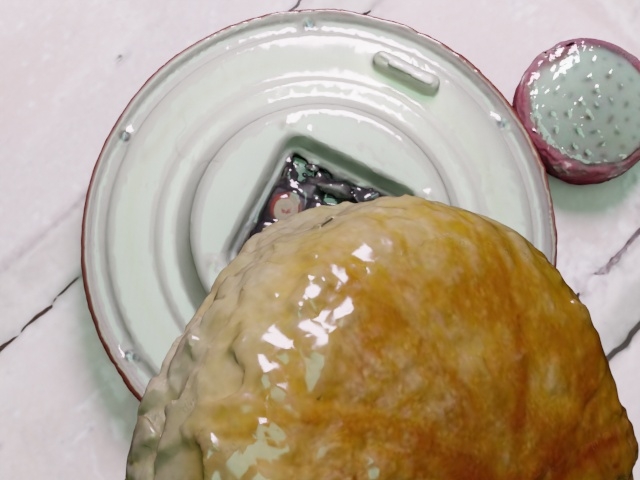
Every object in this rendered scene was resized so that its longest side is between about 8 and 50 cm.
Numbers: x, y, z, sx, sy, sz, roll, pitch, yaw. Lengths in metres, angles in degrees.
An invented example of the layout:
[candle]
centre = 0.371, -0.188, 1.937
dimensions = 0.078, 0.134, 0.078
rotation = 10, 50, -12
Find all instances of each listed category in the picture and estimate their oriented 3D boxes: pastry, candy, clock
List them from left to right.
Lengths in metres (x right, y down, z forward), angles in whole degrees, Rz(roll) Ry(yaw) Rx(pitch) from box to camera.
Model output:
[clock]
centre = 0.000, 0.000, 0.883
dimensions = 0.318, 0.080, 0.318
rotation = 1, 81, -4
[pastry]
centre = 0.041, 0.133, 0.739
dimensions = 0.329, 0.136, 0.329
rotation = 3, 84, -36
[candy]
centre = 0.184, -0.089, 0.928
dimensions = 0.103, 0.043, 0.103
rotation = 0, 79, -2
